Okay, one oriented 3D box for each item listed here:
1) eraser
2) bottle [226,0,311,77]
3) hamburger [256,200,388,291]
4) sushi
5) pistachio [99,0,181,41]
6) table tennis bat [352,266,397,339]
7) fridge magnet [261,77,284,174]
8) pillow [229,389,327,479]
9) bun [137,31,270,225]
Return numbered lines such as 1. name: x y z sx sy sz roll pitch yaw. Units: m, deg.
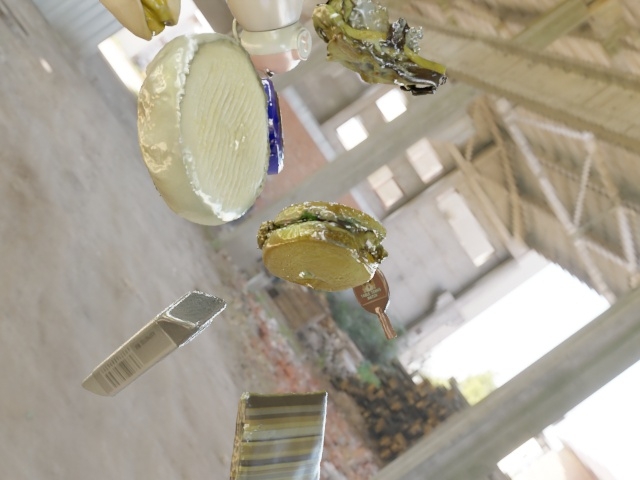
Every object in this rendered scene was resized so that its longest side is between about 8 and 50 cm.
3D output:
1. eraser: -0.263 0.164 1.583 0.061 0.089 0.352 52 -45 0
2. bottle: -0.090 -0.401 1.782 0.147 0.147 0.237 -129 -154 -62
3. hamburger: 0.000 0.000 1.769 0.189 0.215 0.122 133 -32 -62
4. sushi: 0.107 -0.377 1.991 0.290 0.131 0.139 23 -9 -28
5. pistachio: -0.279 -0.386 1.475 0.200 0.117 0.145 50 -13 -21
6. table tennis bat: 0.152 0.113 2.165 0.107 0.119 0.170 -29 -98 52
7. fridge magnet: -0.137 -0.233 2.132 0.265 0.112 0.266 173 -90 -85
8. pillow: -0.059 0.313 1.418 0.208 0.052 0.212 12 82 -59
9. bun: -0.183 -0.161 1.504 0.287 0.146 0.287 -5 90 -66
